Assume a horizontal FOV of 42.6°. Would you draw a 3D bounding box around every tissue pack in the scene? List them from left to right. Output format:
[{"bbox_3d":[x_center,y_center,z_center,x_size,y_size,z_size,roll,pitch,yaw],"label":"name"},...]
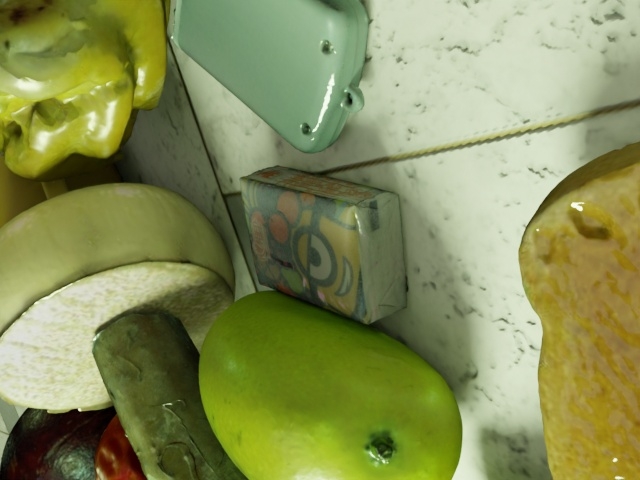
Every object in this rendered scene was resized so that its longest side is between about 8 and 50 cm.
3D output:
[{"bbox_3d":[0.000,0.000,0.701,0.148,0.060,0.109,17,122,45],"label":"tissue pack"}]

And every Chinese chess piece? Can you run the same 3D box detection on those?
[{"bbox_3d":[-0.218,0.064,0.833,0.112,0.270,0.270,60,146,30],"label":"Chinese chess piece"}]

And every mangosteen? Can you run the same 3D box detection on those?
[{"bbox_3d":[-0.287,0.319,1.058,0.300,0.300,0.300,29,131,39],"label":"mangosteen"}]

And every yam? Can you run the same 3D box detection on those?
[{"bbox_3d":[-0.115,0.188,0.751,0.259,0.106,0.106,56,144,26],"label":"yam"}]

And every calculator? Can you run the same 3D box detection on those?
[{"bbox_3d":[-0.050,-0.175,0.672,0.246,0.045,0.141,43,138,28],"label":"calculator"}]

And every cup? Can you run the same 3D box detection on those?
[{"bbox_3d":[-0.304,-0.038,0.953,0.226,0.185,0.241,70,160,3],"label":"cup"}]

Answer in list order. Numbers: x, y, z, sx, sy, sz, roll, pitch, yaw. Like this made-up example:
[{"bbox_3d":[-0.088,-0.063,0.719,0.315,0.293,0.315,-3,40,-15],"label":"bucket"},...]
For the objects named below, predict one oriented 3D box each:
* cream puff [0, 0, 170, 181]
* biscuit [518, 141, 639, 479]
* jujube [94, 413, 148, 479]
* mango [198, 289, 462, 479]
[{"bbox_3d":[-0.304,-0.194,0.781,0.257,0.324,0.291,92,174,-56],"label":"cream puff"},{"bbox_3d":[0.253,0.105,0.432,0.287,0.057,0.344,-10,97,44],"label":"biscuit"},{"bbox_3d":[-0.104,0.276,0.872,0.290,0.197,0.197,33,137,9],"label":"jujube"},{"bbox_3d":[-0.008,0.133,0.685,0.273,0.185,0.149,28,108,40],"label":"mango"}]
